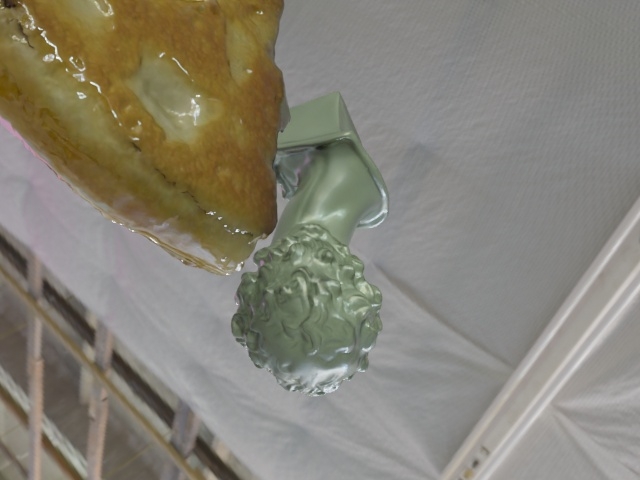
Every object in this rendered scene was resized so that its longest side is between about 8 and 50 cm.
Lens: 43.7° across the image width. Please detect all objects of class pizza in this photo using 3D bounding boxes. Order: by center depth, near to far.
[{"bbox_3d":[-0.136,-0.171,0.494,0.114,0.278,0.409,-28,-83,35],"label":"pizza"}]

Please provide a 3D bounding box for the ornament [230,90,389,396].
[{"bbox_3d":[-0.001,-0.012,0.687,0.120,0.285,0.130,-9,-32,24],"label":"ornament"}]
